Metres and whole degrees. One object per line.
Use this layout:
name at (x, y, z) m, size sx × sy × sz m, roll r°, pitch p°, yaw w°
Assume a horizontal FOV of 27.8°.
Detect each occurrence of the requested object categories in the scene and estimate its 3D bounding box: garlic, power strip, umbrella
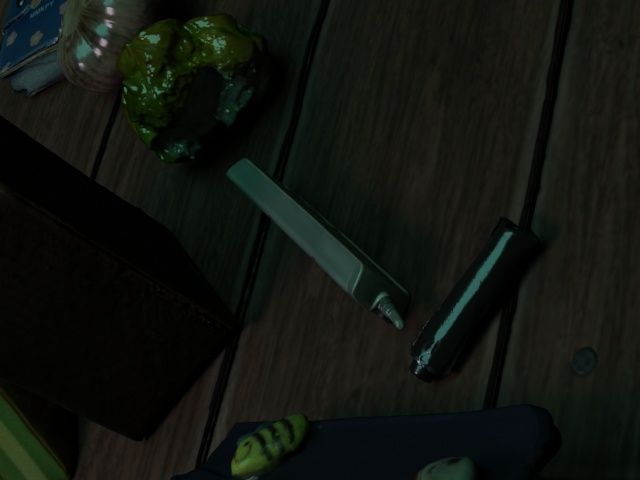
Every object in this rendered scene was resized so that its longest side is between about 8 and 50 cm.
garlic at (-0.208, -0.223, 1.326) m, size 0.147 × 0.102 × 0.159 m, roll -7°, pitch 70°, yaw 56°
power strip at (0.000, 0.000, 1.023) m, size 0.027 × 0.060 × 0.252 m, roll -52°, pitch 42°, yaw 4°
umbrella at (0.106, 0.043, 0.923) m, size 0.133 × 0.031 × 0.036 m, roll -54°, pitch 19°, yaw 2°

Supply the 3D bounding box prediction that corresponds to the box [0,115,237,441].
box at (-0.225, 0.024, 1.056) m, size 0.143 × 0.273 × 0.184 m, roll -49°, pitch 42°, yaw 6°

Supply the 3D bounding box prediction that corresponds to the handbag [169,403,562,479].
handbag at (-0.027, 0.224, 0.765) m, size 0.329 × 0.122 × 0.303 m, roll -6°, pitch 28°, yaw 43°

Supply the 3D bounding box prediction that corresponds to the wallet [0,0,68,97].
wallet at (-0.303, -0.270, 1.476) m, size 0.141 × 0.059 × 0.202 m, roll -23°, pitch 51°, yaw 33°

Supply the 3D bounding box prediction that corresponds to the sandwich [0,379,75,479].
sandwich at (-0.280, 0.167, 1.133) m, size 0.074 × 0.116 × 0.074 m, roll -28°, pitch 48°, yaw 28°

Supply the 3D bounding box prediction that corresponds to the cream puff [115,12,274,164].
cream puff at (-0.122, -0.152, 1.179) m, size 0.156 × 0.156 × 0.121 m, roll -43°, pitch 61°, yaw 14°
